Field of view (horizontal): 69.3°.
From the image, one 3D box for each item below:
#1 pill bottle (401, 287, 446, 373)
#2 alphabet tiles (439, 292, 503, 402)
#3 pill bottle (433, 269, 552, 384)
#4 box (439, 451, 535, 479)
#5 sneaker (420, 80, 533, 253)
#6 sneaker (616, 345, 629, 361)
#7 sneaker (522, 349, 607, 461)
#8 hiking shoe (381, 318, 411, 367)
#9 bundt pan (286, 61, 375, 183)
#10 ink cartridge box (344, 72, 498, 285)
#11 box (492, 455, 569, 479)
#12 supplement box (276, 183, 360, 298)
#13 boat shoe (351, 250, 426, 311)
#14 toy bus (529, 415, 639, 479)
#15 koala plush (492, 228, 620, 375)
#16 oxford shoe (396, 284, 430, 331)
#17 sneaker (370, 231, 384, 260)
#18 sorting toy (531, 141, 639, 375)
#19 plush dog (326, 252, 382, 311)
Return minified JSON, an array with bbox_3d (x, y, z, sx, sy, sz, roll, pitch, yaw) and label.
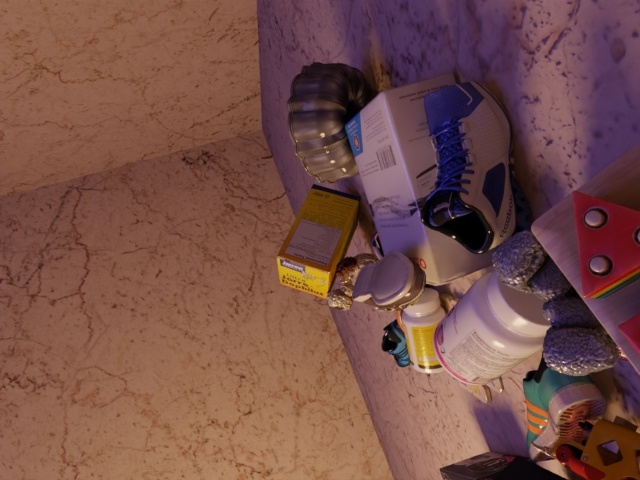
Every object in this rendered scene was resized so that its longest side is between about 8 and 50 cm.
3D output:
[{"bbox_3d":[0.288,0.243,1.261,0.119,0.119,0.208,-140,34,-69],"label":"pill bottle"},{"bbox_3d":[0.382,0.284,1.236,0.278,0.021,0.283,-158,51,-76],"label":"alphabet tiles"},{"bbox_3d":[0.335,0.156,0.877,0.283,0.161,0.160,105,146,-55],"label":"pill bottle"},{"bbox_3d":[0.432,0.627,1.161,0.247,0.164,0.142,105,149,-69],"label":"box"},{"bbox_3d":[0.248,-0.112,0.791,0.128,0.182,0.315,-19,93,50],"label":"sneaker"},{"bbox_3d":[0.456,0.164,0.664,0.057,0.047,0.119,58,167,13],"label":"sneaker"},{"bbox_3d":[0.435,0.309,0.856,0.121,0.108,0.302,-97,-2,-46],"label":"sneaker"},{"bbox_3d":[0.265,0.353,1.604,0.303,0.132,0.113,85,163,-47],"label":"hiking shoe"},{"bbox_3d":[0.059,-0.318,1.244,0.124,0.331,0.330,2,116,35],"label":"bundt pan"},{"bbox_3d":[0.216,-0.120,1.033,0.285,0.167,0.394,-175,67,-78],"label":"ink cartridge box"},{"bbox_3d":[0.470,0.565,0.872,0.261,0.103,0.184,53,164,3],"label":"box"},{"bbox_3d":[0.000,0.000,1.710,0.195,0.194,0.356,90,-160,-56],"label":"supplement box"},{"bbox_3d":[0.158,0.099,0.998,0.324,0.097,0.116,141,149,-74],"label":"boat shoe"},{"bbox_3d":[0.449,0.322,0.697,0.202,0.104,0.191,24,171,20],"label":"toy bus"},{"bbox_3d":[0.380,0.030,0.571,0.221,0.204,0.196,-55,50,49],"label":"koala plush"},{"bbox_3d":[0.285,0.197,1.367,0.098,0.097,0.271,13,130,48],"label":"oxford shoe"},{"bbox_3d":[0.199,0.006,1.329,0.131,0.112,0.319,48,-178,-20],"label":"sneaker"},{"bbox_3d":[0.355,0.004,0.412,0.257,0.090,0.255,-46,54,33],"label":"sorting toy"},{"bbox_3d":[0.159,0.121,1.604,0.225,0.263,0.210,104,168,-60],"label":"plush dog"}]
